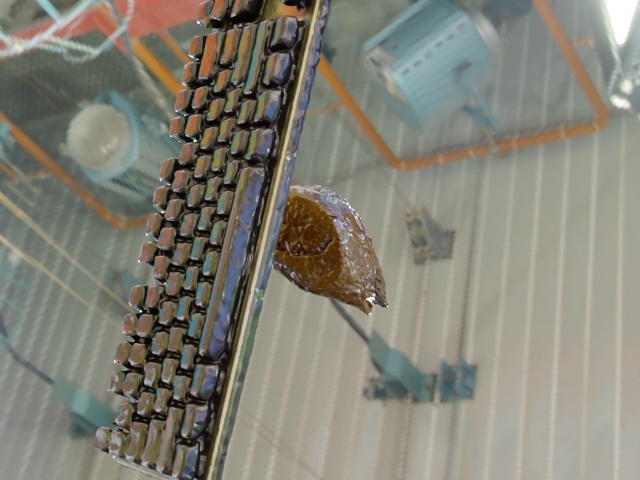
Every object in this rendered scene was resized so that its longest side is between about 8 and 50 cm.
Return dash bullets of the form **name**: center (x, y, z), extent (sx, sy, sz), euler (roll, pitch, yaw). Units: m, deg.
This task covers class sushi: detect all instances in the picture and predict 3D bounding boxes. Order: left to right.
- **sushi**: center (0.000, 0.000, 0.643), extent (0.050, 0.047, 0.099), euler (-45, -102, 20)

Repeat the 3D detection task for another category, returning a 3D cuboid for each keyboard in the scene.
- **keyboard**: center (-0.043, -0.047, 0.547), extent (0.106, 0.027, 0.317), euler (0, -104, 57)
